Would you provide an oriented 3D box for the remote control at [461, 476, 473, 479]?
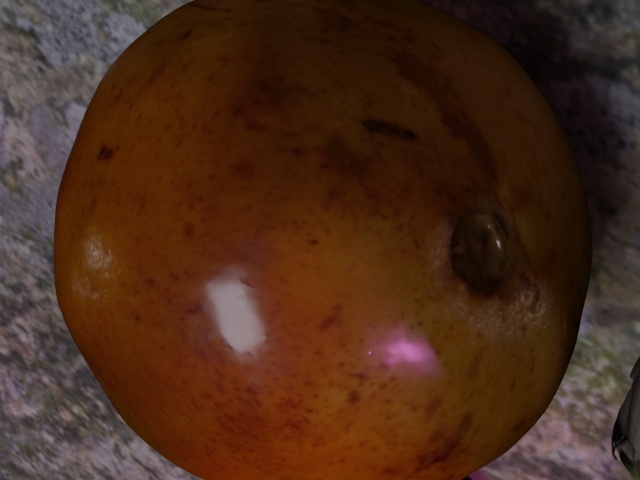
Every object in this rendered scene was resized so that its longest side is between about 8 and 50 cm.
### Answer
[{"bbox_3d":[0.086,0.209,1.152,0.399,0.062,0.144,42,140,5],"label":"remote control"}]

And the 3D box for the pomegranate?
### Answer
[{"bbox_3d":[0.000,0.000,0.917,0.264,0.264,0.264,24,136,25],"label":"pomegranate"}]

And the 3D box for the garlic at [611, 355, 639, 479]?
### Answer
[{"bbox_3d":[0.262,0.130,0.757,0.241,0.322,0.322,-40,93,25],"label":"garlic"}]
